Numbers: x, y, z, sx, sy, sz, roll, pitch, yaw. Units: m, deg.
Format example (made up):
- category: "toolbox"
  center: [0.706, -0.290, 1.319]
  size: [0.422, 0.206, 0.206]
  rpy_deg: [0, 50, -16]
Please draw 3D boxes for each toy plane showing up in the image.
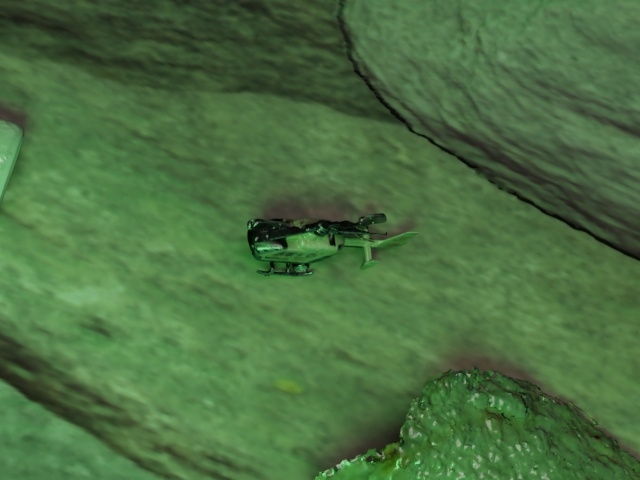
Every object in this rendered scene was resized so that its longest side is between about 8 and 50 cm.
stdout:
- category: "toy plane"
  center: [0.000, 0.000, 1.103]
  size: [0.120, 0.049, 0.031]
  rpy_deg: [2, 69, -32]

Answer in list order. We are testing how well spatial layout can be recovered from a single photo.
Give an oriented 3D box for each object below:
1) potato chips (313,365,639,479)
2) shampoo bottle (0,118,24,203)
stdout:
- category: "potato chips"
  center: [0.092, 0.160, 1.063]
  size: [0.228, 0.059, 0.167]
  rpy_deg: [-30, 89, -22]
- category: "shampoo bottle"
  center: [-0.272, -0.066, 1.059]
  size: [0.190, 0.041, 0.069]
  rpy_deg: [19, 72, -7]
